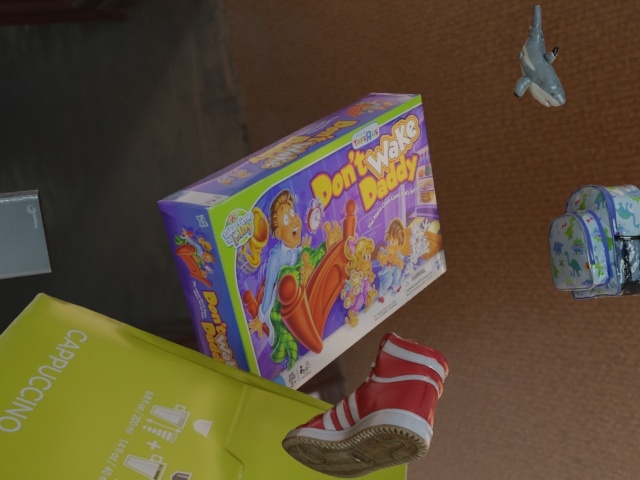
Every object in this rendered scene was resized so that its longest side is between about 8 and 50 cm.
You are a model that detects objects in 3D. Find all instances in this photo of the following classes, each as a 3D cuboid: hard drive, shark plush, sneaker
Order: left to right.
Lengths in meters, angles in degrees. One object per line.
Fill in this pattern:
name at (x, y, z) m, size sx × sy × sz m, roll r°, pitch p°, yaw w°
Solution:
hard drive at (-0.363, -0.002, 0.971) m, size 0.022 × 0.135 × 0.094 m, roll -120°, pitch 25°, yaw -60°
sneaker at (0.027, 0.092, 0.507) m, size 0.042 × 0.067 × 0.118 m, roll 39°, pitch 144°, yaw -20°
shark plush at (0.363, -0.295, 1.467) m, size 0.067 × 0.073 × 0.161 m, roll -4°, pitch 81°, yaw 53°

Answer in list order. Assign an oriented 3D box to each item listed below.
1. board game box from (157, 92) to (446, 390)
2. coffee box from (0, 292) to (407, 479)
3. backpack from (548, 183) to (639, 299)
board game box at (0.000, 0.000, 1.012) m, size 0.078 × 0.347 × 0.233 m, roll 9°, pitch 121°, yaw 41°
coffee box at (-0.155, 0.296, 0.664) m, size 0.338 × 0.338 × 0.334 m, roll -73°, pitch 5°, yaw -66°
backpack at (0.282, 0.001, 0.916) m, size 0.105 × 0.084 × 0.114 m, roll 157°, pitch 111°, yaw -75°
